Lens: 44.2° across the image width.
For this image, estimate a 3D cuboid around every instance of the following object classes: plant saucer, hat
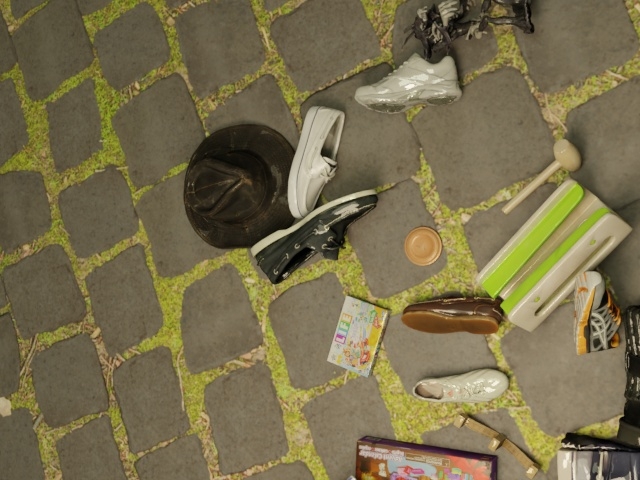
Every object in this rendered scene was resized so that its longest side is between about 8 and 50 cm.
[{"bbox_3d":[0.218,0.012,1.681,0.084,0.013,0.083,-2,86,26],"label":"plant saucer"},{"bbox_3d":[-0.215,-0.131,1.832,0.331,0.134,0.331,-2,86,26],"label":"hat"}]

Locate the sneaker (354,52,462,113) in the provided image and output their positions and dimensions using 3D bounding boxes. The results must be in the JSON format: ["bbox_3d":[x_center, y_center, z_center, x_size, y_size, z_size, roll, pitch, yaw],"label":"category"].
[{"bbox_3d":[0.185,-0.339,1.682,0.232,0.090,0.115,-4,79,17],"label":"sneaker"}]

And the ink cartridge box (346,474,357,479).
[{"bbox_3d":[0.105,0.687,1.631,0.330,0.071,0.324,45,117,15],"label":"ink cartridge box"}]

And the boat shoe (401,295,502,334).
[{"bbox_3d":[0.272,0.149,1.624,0.207,0.073,0.073,2,51,23],"label":"boat shoe"}]

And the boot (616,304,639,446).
[{"bbox_3d":[0.697,0.254,1.372,0.348,0.131,0.260,8,91,26],"label":"boot"}]

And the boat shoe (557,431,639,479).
[{"bbox_3d":[0.529,0.529,1.440,0.158,0.127,0.340,-6,84,33],"label":"boat shoe"}]

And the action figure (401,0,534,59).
[{"bbox_3d":[0.285,-0.460,1.593,0.276,0.141,0.164,-4,52,23],"label":"action figure"}]

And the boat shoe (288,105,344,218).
[{"bbox_3d":[-0.006,-0.172,1.753,0.084,0.095,0.258,12,94,30],"label":"boat shoe"}]

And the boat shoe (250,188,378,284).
[{"bbox_3d":[-0.003,0.000,1.727,0.340,0.127,0.113,-27,78,24],"label":"boat shoe"}]

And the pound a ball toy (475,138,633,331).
[{"bbox_3d":[0.447,-0.007,1.525,0.319,0.136,0.208,-50,43,15],"label":"pound a ball toy"}]

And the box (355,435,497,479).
[{"bbox_3d":[0.213,0.529,1.634,0.293,0.057,0.200,2,89,26],"label":"box"}]

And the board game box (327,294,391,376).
[{"bbox_3d":[0.085,0.209,1.729,0.103,0.026,0.154,18,96,26],"label":"board game box"}]

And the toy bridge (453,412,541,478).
[{"bbox_3d":[0.352,0.402,1.570,0.188,0.063,0.026,33,102,25],"label":"toy bridge"}]

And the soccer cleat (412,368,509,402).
[{"bbox_3d":[0.282,0.301,1.601,0.196,0.076,0.068,-11,83,25],"label":"soccer cleat"}]

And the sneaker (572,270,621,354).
[{"bbox_3d":[0.512,0.131,1.453,0.083,0.215,0.084,-2,49,13],"label":"sneaker"}]
